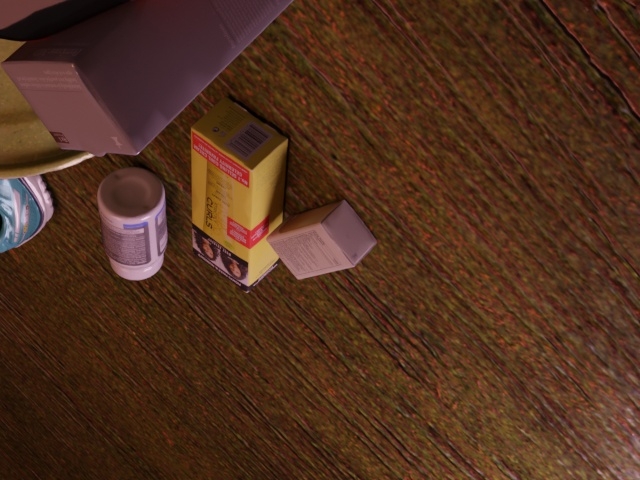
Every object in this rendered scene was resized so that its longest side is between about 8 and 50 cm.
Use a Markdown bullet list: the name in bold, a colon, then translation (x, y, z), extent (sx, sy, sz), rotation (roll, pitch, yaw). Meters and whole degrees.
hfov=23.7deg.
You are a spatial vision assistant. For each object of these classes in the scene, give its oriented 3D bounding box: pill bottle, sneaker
- **pill bottle**: translation (-0.218, -0.017, 1.779), extent (0.078, 0.078, 0.137), rotation (34, 150, 18)
- **sneaker**: translation (-0.435, -0.104, 1.915), extent (0.107, 0.110, 0.275), rotation (9, 136, 48)

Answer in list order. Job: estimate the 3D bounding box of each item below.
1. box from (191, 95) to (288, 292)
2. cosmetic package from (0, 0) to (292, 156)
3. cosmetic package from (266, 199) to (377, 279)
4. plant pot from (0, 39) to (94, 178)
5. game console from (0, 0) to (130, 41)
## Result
- **box**: translation (-0.086, -0.043, 1.588), extent (0.087, 0.058, 0.232), rotation (36, 151, 17)
- **cosmetic package**: translation (-0.134, -0.181, 1.271), extent (0.127, 0.238, 0.107), rotation (5, 134, 49)
- **cosmetic package**: translation (0.000, 0.000, 1.551), extent (0.060, 0.041, 0.115), rotation (53, 151, -15)
- **plant pot**: translation (-0.307, -0.239, 1.436), extent (0.276, 0.276, 0.254), rotation (28, 137, 29)
- **game console**: translation (-0.179, -0.341, 1.103), extent (0.386, 0.060, 0.342), rotation (-19, 121, 22)
